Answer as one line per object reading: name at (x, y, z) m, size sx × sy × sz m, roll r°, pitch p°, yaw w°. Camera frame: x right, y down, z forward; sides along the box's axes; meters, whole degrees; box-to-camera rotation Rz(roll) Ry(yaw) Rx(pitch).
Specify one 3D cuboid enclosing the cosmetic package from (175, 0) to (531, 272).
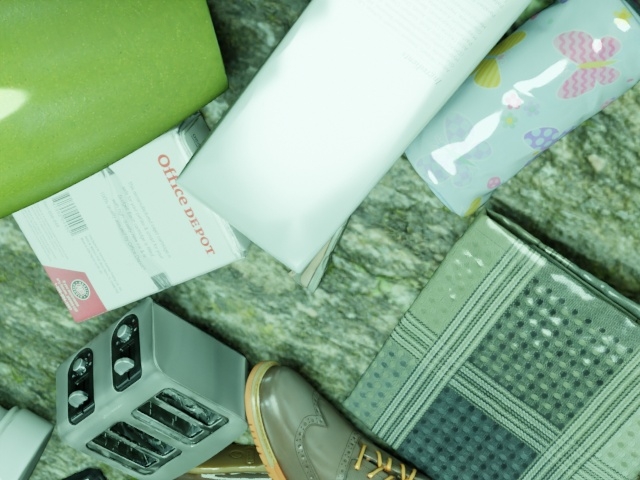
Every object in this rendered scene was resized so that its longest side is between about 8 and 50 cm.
cosmetic package at (0.047, -0.179, 1.022) m, size 0.156 × 0.217 × 0.385 m, roll 38°, pitch 110°, yaw -8°

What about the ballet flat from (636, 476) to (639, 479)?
ballet flat at (0.294, 0.329, 1.258) m, size 0.206 × 0.067 × 0.073 m, roll -41°, pitch 135°, yaw 22°

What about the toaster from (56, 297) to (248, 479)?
toaster at (-0.182, 0.175, 1.211) m, size 0.168 × 0.110 × 0.186 m, roll -35°, pitch 128°, yaw 25°

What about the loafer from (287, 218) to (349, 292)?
loafer at (0.000, 0.000, 1.192) m, size 0.039 × 0.045 × 0.125 m, roll 26°, pitch 116°, yaw 5°

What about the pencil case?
pencil case at (0.209, -0.140, 1.067) m, size 0.273 × 0.113 × 0.124 m, roll -40°, pitch 112°, yaw 20°

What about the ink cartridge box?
ink cartridge box at (-0.201, -0.026, 1.184) m, size 0.218 × 0.092 × 0.158 m, roll -21°, pitch 108°, yaw 17°

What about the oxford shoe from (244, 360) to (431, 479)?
oxford shoe at (0.052, 0.266, 1.231) m, size 0.133 × 0.130 × 0.363 m, roll -21°, pitch 118°, yaw 35°

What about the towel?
towel at (0.223, 0.164, 1.182) m, size 0.312 × 0.056 × 0.324 m, roll 38°, pitch 119°, yaw 8°

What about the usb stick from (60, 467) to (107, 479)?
usb stick at (-0.246, 0.413, 1.391) m, size 0.077 × 0.045 × 0.278 m, roll -28°, pitch 105°, yaw 10°

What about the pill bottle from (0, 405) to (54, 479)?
pill bottle at (-0.532, 0.196, 1.247) m, size 0.408 × 0.229 × 0.229 m, roll 28°, pitch 113°, yaw -3°

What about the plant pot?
plant pot at (-0.248, -0.176, 1.059) m, size 0.294 × 0.275 × 0.274 m, roll -16°, pitch 109°, yaw -3°

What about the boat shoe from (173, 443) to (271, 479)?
boat shoe at (-0.104, 0.285, 1.303) m, size 0.207 × 0.073 × 0.073 m, roll 3°, pitch 110°, yaw 7°
